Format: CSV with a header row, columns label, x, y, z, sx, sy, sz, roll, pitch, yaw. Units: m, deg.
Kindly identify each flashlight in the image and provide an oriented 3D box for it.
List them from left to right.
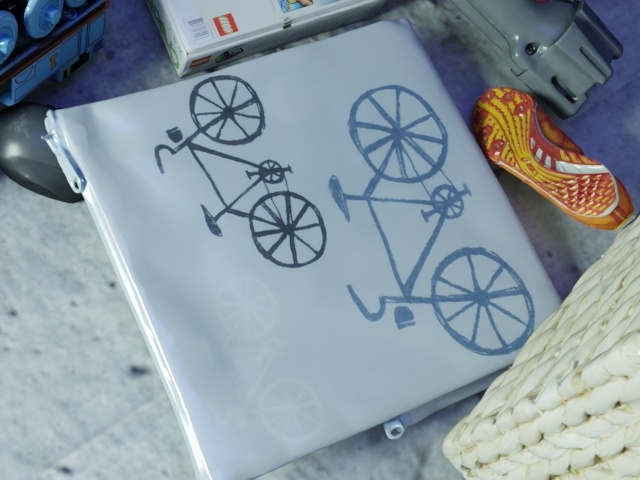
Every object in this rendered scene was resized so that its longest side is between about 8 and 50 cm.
label,x,y,z,sx,sy,sz,roll,pitch,yaw
flashlight,0.132,-0.246,0.890,0.304,0.103,0.103,40,108,-12

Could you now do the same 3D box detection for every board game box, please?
label,x,y,z,sx,sy,sz,roll,pitch,yaw
board game box,-0.089,-0.310,0.901,0.193,0.053,0.305,-21,83,-20

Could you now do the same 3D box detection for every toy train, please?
label,x,y,z,sx,sy,sz,roll,pitch,yaw
toy train,-0.231,-0.158,0.784,0.080,0.105,0.184,27,46,11

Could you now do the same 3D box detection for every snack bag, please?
label,x,y,z,sx,sy,sz,roll,pitch,yaw
snack bag,0.000,0.000,0.805,0.342,0.037,0.323,-20,75,-25

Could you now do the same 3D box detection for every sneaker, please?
label,x,y,z,sx,sy,sz,roll,pitch,yaw
sneaker,0.187,-0.065,0.871,0.064,0.067,0.175,-44,54,10

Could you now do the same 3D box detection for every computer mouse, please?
label,x,y,z,sx,sy,sz,roll,pitch,yaw
computer mouse,-0.142,-0.056,0.814,0.242,0.041,0.071,14,64,-6

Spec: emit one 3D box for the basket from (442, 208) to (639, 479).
label,x,y,z,sx,sy,sz,roll,pitch,yaw
basket,0.301,0.101,0.669,0.266,0.328,0.331,44,64,4
